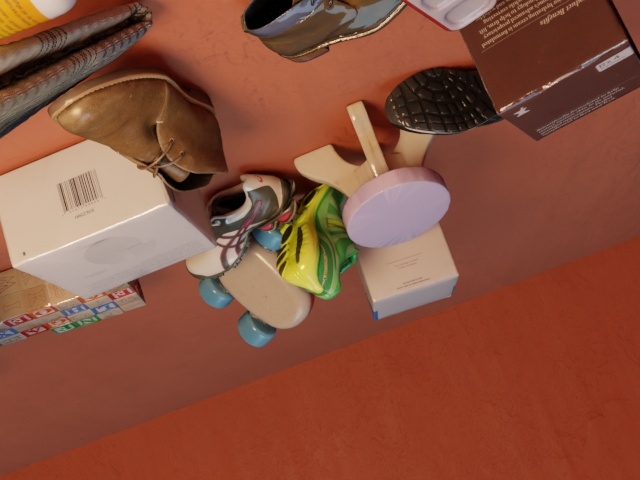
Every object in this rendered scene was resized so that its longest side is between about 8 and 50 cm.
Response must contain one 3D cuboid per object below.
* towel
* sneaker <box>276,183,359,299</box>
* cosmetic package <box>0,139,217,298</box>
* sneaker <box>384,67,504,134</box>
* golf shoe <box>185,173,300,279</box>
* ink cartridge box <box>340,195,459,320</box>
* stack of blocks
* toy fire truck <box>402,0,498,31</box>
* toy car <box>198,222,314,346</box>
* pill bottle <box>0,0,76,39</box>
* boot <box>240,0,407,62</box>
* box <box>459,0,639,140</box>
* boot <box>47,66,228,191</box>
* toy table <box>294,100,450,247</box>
[{"bbox_3d":[-0.346,-0.118,0.869,0.312,0.056,0.324,-26,-163,27],"label":"towel"},{"bbox_3d":[0.000,0.000,1.523,0.109,0.296,0.123,-35,113,29],"label":"sneaker"},{"bbox_3d":[-0.295,-0.036,1.253,0.224,0.138,0.225,-22,161,3],"label":"cosmetic package"},{"bbox_3d":[0.223,-0.205,1.391,0.283,0.107,0.124,-14,168,-19],"label":"sneaker"},{"bbox_3d":[-0.161,-0.032,1.522,0.120,0.105,0.273,20,133,-42],"label":"golf shoe"},{"bbox_3d":[0.143,0.006,1.710,0.168,0.233,0.171,-18,163,-1],"label":"ink cartridge box"},{"bbox_3d":[-0.473,0.101,1.551,0.297,0.087,0.171,-19,163,-5],"label":"stack of blocks"},{"bbox_3d":[0.151,-0.316,0.845,0.253,0.169,0.302,-33,157,28],"label":"toy fire truck"},{"bbox_3d":[-0.080,0.048,1.756,0.219,0.210,0.238,-46,-179,27],"label":"toy car"},{"bbox_3d":[-0.277,-0.226,0.704,0.245,0.136,0.136,-21,163,2],"label":"pill bottle"},{"bbox_3d":[0.015,-0.271,0.991,0.219,0.082,0.106,-28,164,29],"label":"boot"},{"bbox_3d":[0.278,-0.263,1.105,0.168,0.203,0.167,-27,162,24],"label":"box"},{"bbox_3d":[-0.196,-0.126,1.059,0.112,0.115,0.305,-27,171,20],"label":"boot"},{"bbox_3d":[0.099,-0.106,1.447,0.252,0.161,0.274,-18,162,-6],"label":"toy table"}]
